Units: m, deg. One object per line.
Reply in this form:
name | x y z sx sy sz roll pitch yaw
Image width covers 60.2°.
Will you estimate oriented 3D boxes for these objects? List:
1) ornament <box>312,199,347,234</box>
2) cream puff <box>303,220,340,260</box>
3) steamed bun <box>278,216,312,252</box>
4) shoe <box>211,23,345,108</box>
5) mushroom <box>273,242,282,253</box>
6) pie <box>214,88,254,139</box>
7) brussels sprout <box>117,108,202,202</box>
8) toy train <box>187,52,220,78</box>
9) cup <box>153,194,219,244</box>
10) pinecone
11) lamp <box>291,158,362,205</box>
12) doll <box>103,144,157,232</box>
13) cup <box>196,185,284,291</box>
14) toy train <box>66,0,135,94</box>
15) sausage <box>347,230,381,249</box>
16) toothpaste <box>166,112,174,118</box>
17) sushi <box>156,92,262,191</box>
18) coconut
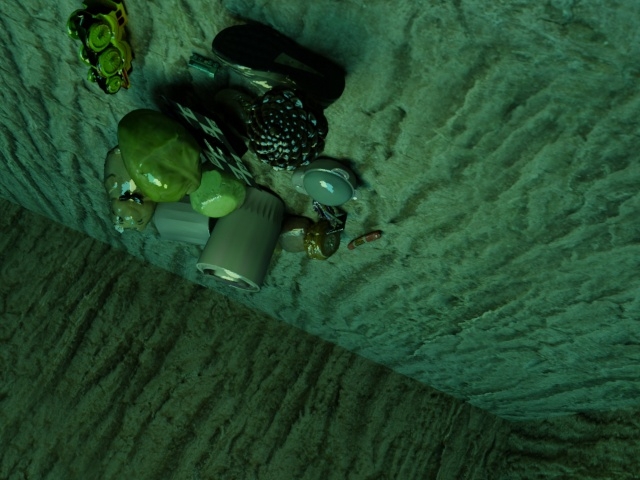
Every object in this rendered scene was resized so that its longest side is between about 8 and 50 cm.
ornament | 0.020 -0.120 1.955 0.081 0.088 0.203 -12 130 24
cream puff | 0.000 0.000 2.125 0.115 0.150 0.165 11 -163 41
steamed bun | -0.100 -0.032 2.225 0.175 0.106 0.145 -10 137 30
shoe | -0.112 -0.416 1.398 0.336 0.133 0.171 21 161 -8
mushroom | -0.329 -0.009 2.503 0.351 0.095 0.123 11 134 25
pie | -0.241 -0.376 1.659 0.163 0.079 0.193 23 161 36
brussels sprout | -0.509 -0.272 1.766 0.328 0.247 0.328 60 171 16
toy train | -0.326 -0.486 1.540 0.092 0.045 0.029 22 155 -1
cup | -0.515 -0.136 2.268 0.326 0.237 0.323 10 124 30
pinecone | -0.076 -0.269 1.322 0.207 0.208 0.208 20 156 9
lamp | 0.007 -0.180 1.797 0.245 0.108 0.179 6 147 36
doll | -0.731 -0.202 2.156 0.247 0.247 0.350 21 115 8
cup | -0.291 0.001 2.106 0.253 0.372 0.253 18 161 7
toy train | -0.597 -0.539 1.546 0.100 0.161 0.296 30 155 9
sausage | 0.165 0.001 2.122 0.034 0.034 0.253 31 156 -15
toothpaste | -0.534 -0.399 1.911 0.266 0.050 0.065 5 149 37
sushi | -0.309 -0.336 1.700 0.373 0.100 0.296 31 161 44
coconut | -0.370 -0.203 1.991 0.204 0.236 0.236 3 164 -22
